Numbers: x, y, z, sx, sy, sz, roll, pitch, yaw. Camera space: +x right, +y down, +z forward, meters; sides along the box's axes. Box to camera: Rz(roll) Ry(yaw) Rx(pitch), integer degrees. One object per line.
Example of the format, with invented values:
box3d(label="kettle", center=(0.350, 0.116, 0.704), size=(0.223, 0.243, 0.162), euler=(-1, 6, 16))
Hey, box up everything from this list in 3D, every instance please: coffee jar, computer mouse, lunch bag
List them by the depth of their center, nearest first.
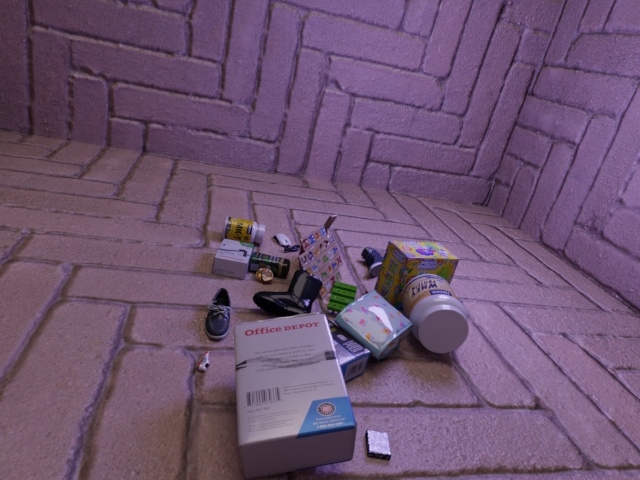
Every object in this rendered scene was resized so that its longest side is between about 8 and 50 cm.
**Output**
box3d(label="lunch bag", center=(0.193, 0.329, 1.704), size=(0.223, 0.160, 0.262), euler=(40, 28, 23))
box3d(label="coffee jar", center=(-0.234, 0.113, 2.107), size=(0.184, 0.079, 0.096), euler=(13, 23, -3))
box3d(label="computer mouse", center=(-0.194, 0.003, 2.430), size=(0.106, 0.042, 0.193), euler=(-7, 30, -37))

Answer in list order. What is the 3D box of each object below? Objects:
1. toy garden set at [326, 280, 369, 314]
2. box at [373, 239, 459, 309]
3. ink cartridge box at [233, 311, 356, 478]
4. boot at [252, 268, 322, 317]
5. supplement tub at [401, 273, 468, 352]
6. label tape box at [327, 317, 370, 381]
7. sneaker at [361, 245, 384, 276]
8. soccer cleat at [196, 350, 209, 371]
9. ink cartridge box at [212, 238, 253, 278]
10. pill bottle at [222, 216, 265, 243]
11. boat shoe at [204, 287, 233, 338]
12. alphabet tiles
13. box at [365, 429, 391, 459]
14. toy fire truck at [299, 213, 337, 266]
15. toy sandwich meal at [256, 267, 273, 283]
box3d(label="toy garden set", center=(0.142, 0.275, 1.986), size=(0.203, 0.049, 0.244), euler=(14, 22, 5))
box3d(label="box", center=(0.443, 0.162, 2.111), size=(0.289, 0.279, 0.177), euler=(2, 25, -24))
box3d(label="ink cartridge box", center=(-0.086, 0.409, 1.256), size=(0.285, 0.166, 0.395), euler=(-6, 36, -9))
box3d(label="boot", center=(-0.129, 0.206, 1.837), size=(0.246, 0.094, 0.207), euler=(20, 50, 0))
box3d(label="supplement tub", center=(0.467, 0.295, 1.857), size=(0.228, 0.228, 0.316), euler=(12, 18, -4))
box3d(label="label tape box", center=(-0.032, 0.371, 1.590), size=(0.240, 0.106, 0.333), euler=(-10, 33, -44))
box3d(label="sneaker", center=(0.264, 0.108, 2.365), size=(0.163, 0.086, 0.226), euler=(37, 21, 23))
box3d(label="soccer cleat", center=(-0.372, 0.391, 1.460), size=(0.035, 0.029, 0.083), euler=(23, 26, -1))
box3d(label="ink cartridge box", center=(-0.399, 0.082, 2.078), size=(0.153, 0.087, 0.208), euler=(11, 24, -5))
box3d(label="pill bottle", center=(-0.397, -0.050, 2.342), size=(0.208, 0.119, 0.119), euler=(10, 23, -7))
box3d(label="boat shoe", center=(-0.373, 0.266, 1.677), size=(0.095, 0.079, 0.254), euler=(10, 23, -8))
box3d(label="alphabet tiles", center=(0.008, 0.093, 2.061), size=(0.011, 0.285, 0.342), euler=(-12, 13, 31))
box3d(label="box", center=(0.166, 0.590, 1.304), size=(0.067, 0.018, 0.083), euler=(11, 23, -5))
box3d(label="toy fire truck", center=(0.000, 0.000, 2.234), size=(0.158, 0.246, 0.217), euler=(2, 15, 30))
box3d(label="toy sandwich meal", center=(-0.250, 0.156, 2.029), size=(0.085, 0.029, 0.086), euler=(7, 53, -9))
